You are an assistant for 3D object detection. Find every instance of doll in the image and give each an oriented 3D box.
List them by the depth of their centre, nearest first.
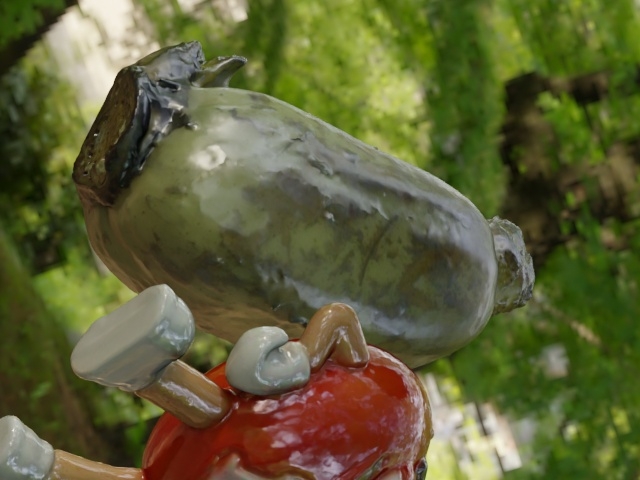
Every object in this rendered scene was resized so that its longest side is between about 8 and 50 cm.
[{"bbox_3d":[-0.035,0.095,0.722,0.217,0.183,0.085,18,39,-42],"label":"doll"}]

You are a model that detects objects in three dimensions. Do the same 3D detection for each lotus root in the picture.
[{"bbox_3d":[0.000,0.000,0.981,0.309,0.173,0.173,21,37,-29],"label":"lotus root"}]
